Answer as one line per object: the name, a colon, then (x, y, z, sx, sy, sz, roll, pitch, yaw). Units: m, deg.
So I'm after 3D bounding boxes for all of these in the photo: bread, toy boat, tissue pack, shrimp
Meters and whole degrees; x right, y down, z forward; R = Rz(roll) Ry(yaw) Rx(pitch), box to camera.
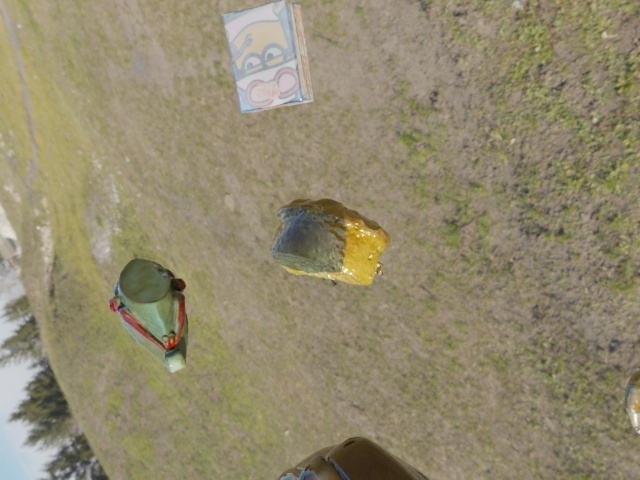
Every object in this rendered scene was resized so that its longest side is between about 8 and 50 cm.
bread: (0.000, 0.000, 0.999, 0.228, 0.143, 0.139, 6, 164, 38)
toy boat: (-0.200, 0.074, 0.652, 0.185, 0.089, 0.071, 44, 145, 48)
tissue pack: (-0.082, -0.288, 0.879, 0.115, 0.065, 0.155, -4, 103, 23)
shrimp: (0.504, 0.224, 0.798, 0.042, 0.190, 0.101, 173, 94, -66)

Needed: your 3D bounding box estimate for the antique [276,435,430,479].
antique: (0.048, 0.303, 0.527, 0.223, 0.129, 0.278, 33, 136, 44)
